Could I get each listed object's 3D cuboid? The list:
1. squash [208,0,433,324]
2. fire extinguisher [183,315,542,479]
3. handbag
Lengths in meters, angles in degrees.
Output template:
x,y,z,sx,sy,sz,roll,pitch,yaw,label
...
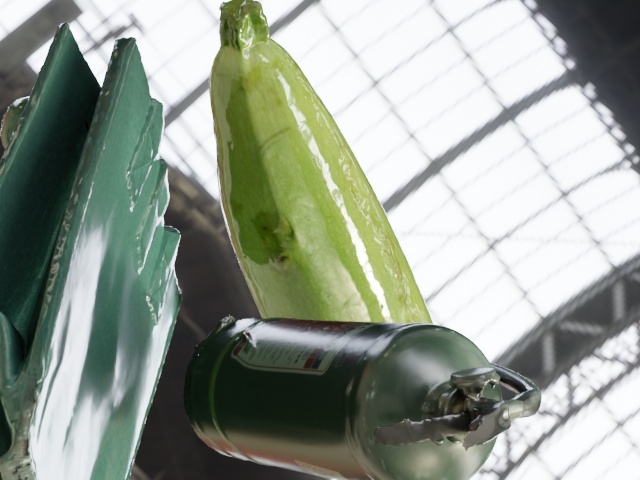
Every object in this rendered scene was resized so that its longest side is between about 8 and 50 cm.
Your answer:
x,y,z,sx,sy,sz,roll,pitch,yaw,label
-0.003,0.005,1.051,0.118,0.118,0.370,10,-47,42,squash
0.026,0.085,0.804,0.294,0.118,0.093,-4,-84,61,fire extinguisher
-0.164,0.053,0.889,0.100,0.274,0.268,7,-34,6,handbag
